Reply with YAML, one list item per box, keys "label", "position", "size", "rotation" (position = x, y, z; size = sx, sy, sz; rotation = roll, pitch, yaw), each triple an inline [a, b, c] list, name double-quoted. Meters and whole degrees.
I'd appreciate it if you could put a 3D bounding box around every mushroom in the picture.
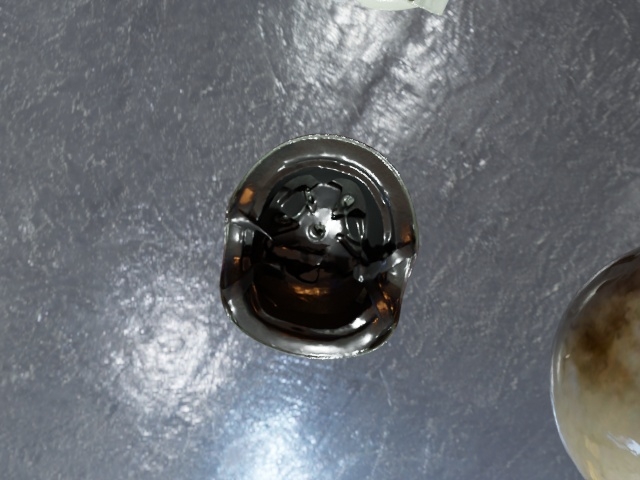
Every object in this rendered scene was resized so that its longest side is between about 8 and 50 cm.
- label: "mushroom"
  position: [0.285, 0.107, 0.552]
  size: [0.178, 0.226, 0.226]
  rotation: [27, 115, -42]

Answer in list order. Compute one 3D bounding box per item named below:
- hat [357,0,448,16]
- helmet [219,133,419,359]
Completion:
- label: "hat"
  position: [0.162, -0.637, 1.718]
  size: [0.258, 0.302, 0.167]
  rotation: [-4, 102, -59]
- label: "helmet"
  position: [-0.002, 0.007, 0.610]
  size: [0.153, 0.107, 0.176]
  rotation: [12, 88, -1]
